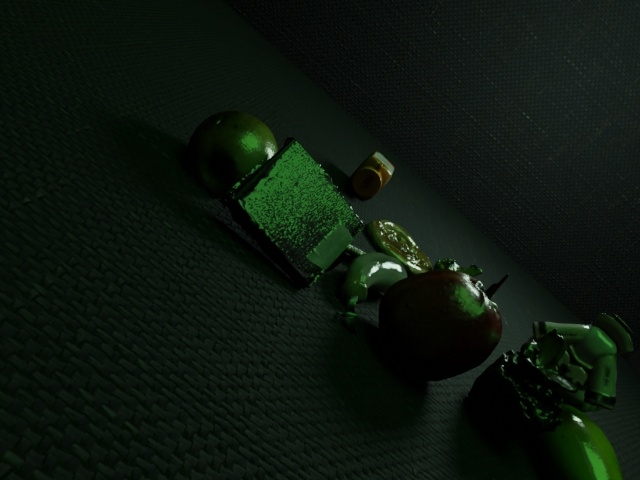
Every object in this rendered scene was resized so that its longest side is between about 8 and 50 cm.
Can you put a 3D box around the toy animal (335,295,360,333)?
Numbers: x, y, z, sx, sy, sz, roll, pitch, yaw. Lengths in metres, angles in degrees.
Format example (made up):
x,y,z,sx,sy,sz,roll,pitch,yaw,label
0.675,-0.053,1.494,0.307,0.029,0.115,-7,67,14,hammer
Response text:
x,y,z,sx,sy,sz,roll,pitch,yaw,label
0.058,0.158,1.199,0.028,0.050,0.084,56,32,-65,toy animal

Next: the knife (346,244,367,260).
x,y,z,sx,sy,sz,roll,pitch,yaw,label
0.050,0.015,1.468,0.365,0.043,0.089,27,-8,-32,knife

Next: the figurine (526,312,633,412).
x,y,z,sx,sy,sz,roll,pitch,yaw,label
0.669,0.329,1.459,0.361,0.211,0.253,65,3,-64,figurine

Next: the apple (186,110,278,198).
x,y,z,sx,sy,sz,roll,pitch,yaw,label
-0.194,-0.198,1.263,0.207,0.173,0.188,25,19,-3,apple

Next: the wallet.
x,y,z,sx,sy,sz,roll,pitch,yaw,label
-0.052,-0.059,1.198,0.262,0.071,0.221,48,59,-9,wallet

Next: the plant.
x,y,z,sx,sy,sz,roll,pitch,yaw,label
0.467,0.345,1.291,0.178,0.234,0.204,51,38,12,plant

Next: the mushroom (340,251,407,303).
x,y,z,sx,sy,sz,roll,pitch,yaw,label
0.120,0.087,1.370,0.270,0.103,0.118,-4,66,-56,mushroom

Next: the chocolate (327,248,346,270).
x,y,z,sx,sy,sz,roll,pitch,yaw,label
0.000,0.000,1.305,0.080,0.125,0.149,35,18,28,chocolate

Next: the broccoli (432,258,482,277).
x,y,z,sx,sy,sz,roll,pitch,yaw,label
0.440,0.118,1.814,0.154,0.160,0.167,64,10,8,broccoli

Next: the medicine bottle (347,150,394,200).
x,y,z,sx,sy,sz,roll,pitch,yaw,label
0.180,-0.230,2.040,0.112,0.149,0.222,42,20,-3,medicine bottle

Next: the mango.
x,y,z,sx,sy,sz,roll,pitch,yaw,label
0.618,0.534,1.323,0.192,0.156,0.343,25,28,-17,mango

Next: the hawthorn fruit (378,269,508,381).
x,y,z,sx,sy,sz,roll,pitch,yaw,label
0.282,0.158,1.233,0.254,0.300,0.254,40,19,-17,hawthorn fruit

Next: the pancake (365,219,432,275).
x,y,z,sx,sy,sz,roll,pitch,yaw,label
0.263,0.028,1.830,0.282,0.049,0.282,34,24,-17,pancake
